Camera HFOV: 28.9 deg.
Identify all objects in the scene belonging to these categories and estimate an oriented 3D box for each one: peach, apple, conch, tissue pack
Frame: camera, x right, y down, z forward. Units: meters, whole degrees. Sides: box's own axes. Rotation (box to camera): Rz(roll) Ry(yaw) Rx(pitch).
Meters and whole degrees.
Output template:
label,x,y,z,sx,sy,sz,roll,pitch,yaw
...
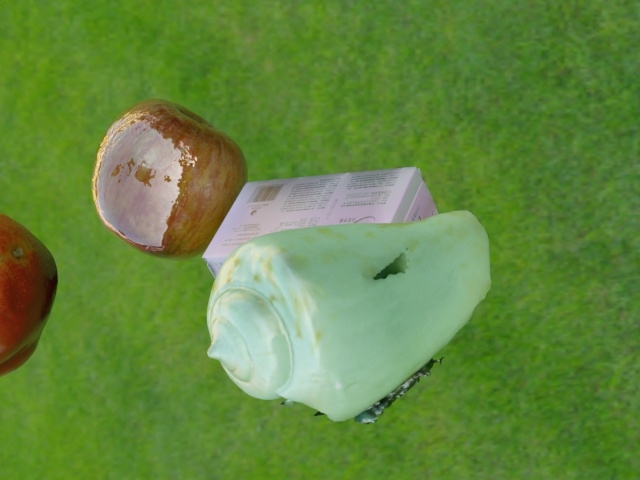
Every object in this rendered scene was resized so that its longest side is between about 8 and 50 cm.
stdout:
label,x,y,z,sx,sy,sz,roll,pitch,yaw
peach,-0.189,0.028,0.661,0.101,0.101,0.100,6,98,51
apple,-0.201,-0.081,1.636,0.211,0.211,0.188,42,102,41
conch,0.028,0.061,0.994,0.143,0.251,0.137,64,143,39
tissue pack,0.000,0.000,1.482,0.246,0.148,0.092,-3,131,31
